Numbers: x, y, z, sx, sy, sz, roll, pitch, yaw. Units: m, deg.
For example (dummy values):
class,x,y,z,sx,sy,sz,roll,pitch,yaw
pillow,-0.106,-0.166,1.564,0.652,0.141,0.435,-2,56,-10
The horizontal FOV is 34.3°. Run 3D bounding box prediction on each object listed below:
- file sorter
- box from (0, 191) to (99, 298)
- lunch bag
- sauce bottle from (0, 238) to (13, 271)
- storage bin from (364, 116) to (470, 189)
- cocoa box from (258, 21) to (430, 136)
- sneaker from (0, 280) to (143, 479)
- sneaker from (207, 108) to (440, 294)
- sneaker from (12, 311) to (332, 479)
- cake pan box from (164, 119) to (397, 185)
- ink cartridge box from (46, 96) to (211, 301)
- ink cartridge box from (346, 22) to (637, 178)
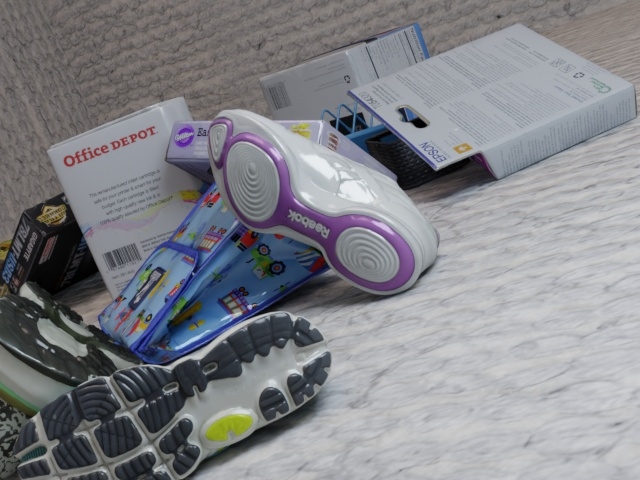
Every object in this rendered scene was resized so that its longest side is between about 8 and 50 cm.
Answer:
class,x,y,z,sx,sy,sz,roll,pitch,yaw
file sorter,0.094,-0.201,1.929,0.170,0.118,0.104,-15,55,34
box,-0.463,-0.009,1.982,0.293,0.073,0.295,-34,-14,-43
lunch bag,-0.156,0.058,1.314,0.293,0.138,0.221,-42,20,-15
sauce bottle,-0.712,0.079,2.270,0.111,0.111,0.344,-21,11,5
storage bin,0.160,-0.150,1.741,0.122,0.084,0.180,-24,10,-8
cocoa box,0.073,-0.323,2.348,0.228,0.231,0.347,-28,13,-34
sneaker,-0.300,0.154,1.045,0.182,0.158,0.410,-52,0,-4
sneaker,0.002,-0.048,1.190,0.152,0.305,0.114,-28,-29,-59
sneaker,-0.117,0.150,0.877,0.275,0.107,0.110,-20,-9,-13
cake pan box,-0.047,-0.101,1.491,0.245,0.070,0.267,5,-12,30
ink cartridge box,-0.257,-0.054,1.579,0.201,0.278,0.117,-19,12,16
ink cartridge box,0.252,-0.208,1.595,0.330,0.071,0.324,-24,34,-10
